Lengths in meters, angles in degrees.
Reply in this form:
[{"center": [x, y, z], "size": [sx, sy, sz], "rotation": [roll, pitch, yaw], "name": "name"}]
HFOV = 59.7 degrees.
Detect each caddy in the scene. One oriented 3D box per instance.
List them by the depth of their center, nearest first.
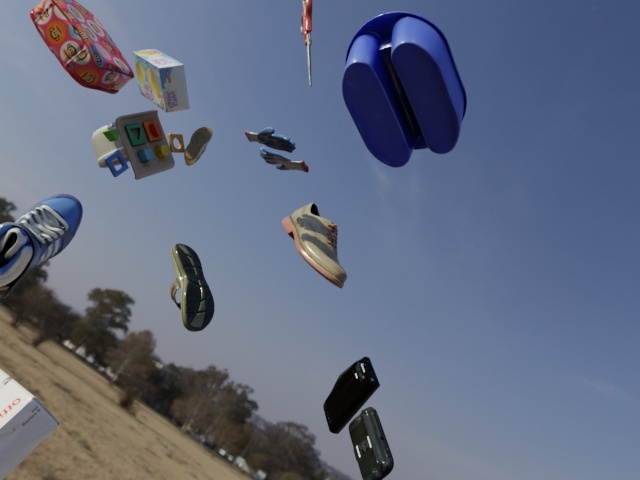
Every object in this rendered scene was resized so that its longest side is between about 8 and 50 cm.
[{"center": [0.190, -0.336, 1.262], "size": [0.241, 0.179, 0.341], "rotation": [-13, -55, 26], "name": "caddy"}]

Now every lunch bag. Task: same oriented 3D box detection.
[{"center": [-0.708, -0.595, 1.705], "size": [0.293, 0.120, 0.258], "rotation": [56, 16, 3], "name": "lunch bag"}]

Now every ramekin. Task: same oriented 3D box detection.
[{"center": [-0.649, -0.326, 1.841], "size": [0.207, 0.207, 0.109], "rotation": [-10, -76, 59], "name": "ramekin"}]

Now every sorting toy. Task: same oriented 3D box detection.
[{"center": [-0.536, -0.305, 1.750], "size": [0.047, 0.347, 0.196], "rotation": [-6, -74, 29], "name": "sorting toy"}]

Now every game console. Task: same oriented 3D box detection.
[{"center": [0.106, 0.505, 1.538], "size": [0.044, 0.213, 0.361], "rotation": [24, 25, -26], "name": "game console"}]

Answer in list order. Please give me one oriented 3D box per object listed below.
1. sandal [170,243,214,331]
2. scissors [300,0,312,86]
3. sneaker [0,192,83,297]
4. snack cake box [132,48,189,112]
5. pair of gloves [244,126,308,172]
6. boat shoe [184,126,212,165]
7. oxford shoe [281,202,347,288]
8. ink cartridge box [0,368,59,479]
[{"center": [-0.393, 0.145, 1.652], "size": [0.120, 0.086, 0.303], "rotation": [32, 28, -47], "name": "sandal"}, {"center": [-0.029, -0.476, 1.284], "size": [0.021, 0.297, 0.109], "rotation": [4, -44, -9], "name": "scissors"}, {"center": [-0.683, -0.010, 1.328], "size": [0.130, 0.323, 0.236], "rotation": [47, -29, -14], "name": "sneaker"}, {"center": [-0.551, -0.554, 1.922], "size": [0.264, 0.089, 0.152], "rotation": [37, -44, 45], "name": "snack cake box"}, {"center": [-0.120, -0.251, 1.540], "size": [0.159, 0.023, 0.198], "rotation": [16, -21, 25], "name": "pair of gloves"}, {"center": [-0.432, -0.329, 1.950], "size": [0.063, 0.170, 0.059], "rotation": [28, -36, -4], "name": "boat shoe"}, {"center": [0.000, 0.000, 1.626], "size": [0.123, 0.130, 0.348], "rotation": [44, 7, -46], "name": "oxford shoe"}, {"center": [-0.743, 0.395, 1.220], "size": [0.272, 0.198, 0.115], "rotation": [17, -40, 35], "name": "ink cartridge box"}]
